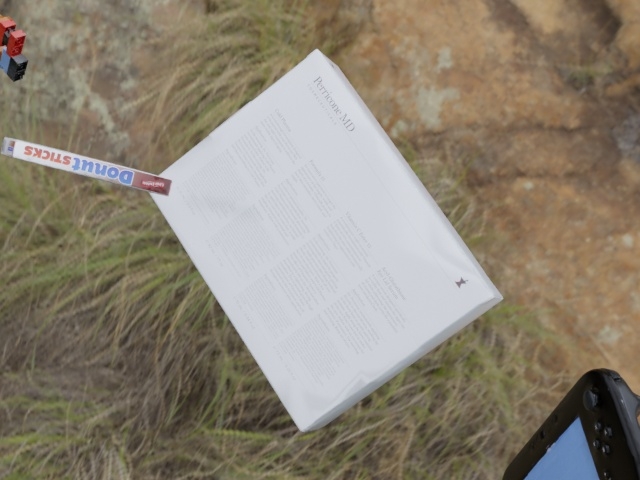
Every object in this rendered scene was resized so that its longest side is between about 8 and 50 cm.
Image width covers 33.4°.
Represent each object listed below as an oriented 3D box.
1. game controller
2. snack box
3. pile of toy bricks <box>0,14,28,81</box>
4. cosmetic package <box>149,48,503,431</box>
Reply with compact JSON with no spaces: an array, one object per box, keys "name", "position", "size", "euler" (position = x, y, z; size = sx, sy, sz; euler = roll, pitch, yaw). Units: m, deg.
[{"name":"game controller","position":[0.274,0.274,1.163],"size":[0.067,0.319,0.166],"euler":[6,53,-9]},{"name":"snack box","position":[-0.256,-0.081,1.176],"size":[0.178,0.064,0.022],"euler":[14,90,-29]},{"name":"pile of toy bricks","position":[-0.432,-0.200,1.260],"size":[0.105,0.212,0.118],"euler":[46,46,13]},{"name":"cosmetic package","position":[0.000,0.000,1.324],"size":[0.377,0.284,0.097],"euler":[56,14,14]}]
